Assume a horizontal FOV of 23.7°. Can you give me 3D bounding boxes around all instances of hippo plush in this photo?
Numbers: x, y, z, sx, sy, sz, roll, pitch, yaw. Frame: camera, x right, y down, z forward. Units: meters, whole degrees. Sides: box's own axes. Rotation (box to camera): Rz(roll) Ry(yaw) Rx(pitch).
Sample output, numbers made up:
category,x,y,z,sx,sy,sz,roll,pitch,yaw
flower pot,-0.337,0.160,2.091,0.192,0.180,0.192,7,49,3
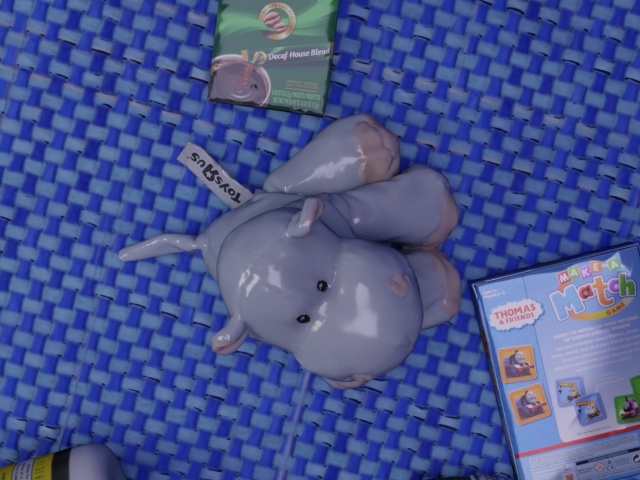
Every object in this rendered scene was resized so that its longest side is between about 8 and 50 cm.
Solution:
category,x,y,z,sx,sy,sz,roll,pitch,yaw
hippo plush,0.000,0.000,1.305,0.294,0.236,0.234,31,92,-4

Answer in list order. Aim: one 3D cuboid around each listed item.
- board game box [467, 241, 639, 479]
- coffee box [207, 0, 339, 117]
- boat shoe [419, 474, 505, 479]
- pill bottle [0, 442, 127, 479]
category,x,y,z,sx,sy,sz,roll,pitch,yaw
board game box,0.239,0.122,1.420,0.160,0.039,0.211,-13,95,-1
coffee box,-0.039,-0.210,1.388,0.113,0.040,0.184,8,93,-2
boat shoe,0.122,0.367,1.400,0.102,0.108,0.301,-1,91,-2
pill bottle,-0.324,0.307,1.339,0.334,0.188,0.188,-15,94,-1
